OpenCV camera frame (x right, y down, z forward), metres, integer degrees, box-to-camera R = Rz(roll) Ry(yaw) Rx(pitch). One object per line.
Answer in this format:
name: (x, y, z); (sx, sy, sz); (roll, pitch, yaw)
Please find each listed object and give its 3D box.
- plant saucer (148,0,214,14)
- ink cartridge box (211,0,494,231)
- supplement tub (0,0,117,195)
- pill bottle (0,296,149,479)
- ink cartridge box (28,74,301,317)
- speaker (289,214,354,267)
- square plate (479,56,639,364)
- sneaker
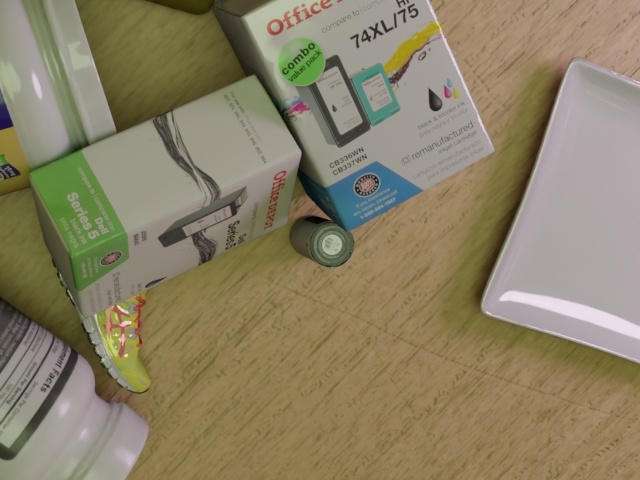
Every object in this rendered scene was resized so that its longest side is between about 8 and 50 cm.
plant saucer: (-0.224, -0.427, 1.262); (0.333, 0.081, 0.332); (13, 113, -19)
ink cartridge box: (0.033, -0.190, 1.356); (0.198, 0.197, 0.270); (-29, 110, -5)
supplement tub: (-0.405, -0.152, 1.268); (0.331, 0.241, 0.241); (-18, 102, -7)
pill bottle: (-0.391, 0.175, 1.342); (0.363, 0.210, 0.210); (39, 90, -15)
ink cartridge box: (-0.169, -0.046, 1.320); (0.273, 0.198, 0.114); (-26, 73, -16)
speaker: (0.000, 0.000, 1.426); (0.055, 0.136, 0.055); (-1, 95, -11)
square plate: (0.412, -0.021, 1.547); (0.344, 0.049, 0.347); (18, 96, -14)
sneaker: (-0.242, 0.086, 1.422); (0.094, 0.081, 0.208); (-25, 103, -8)
